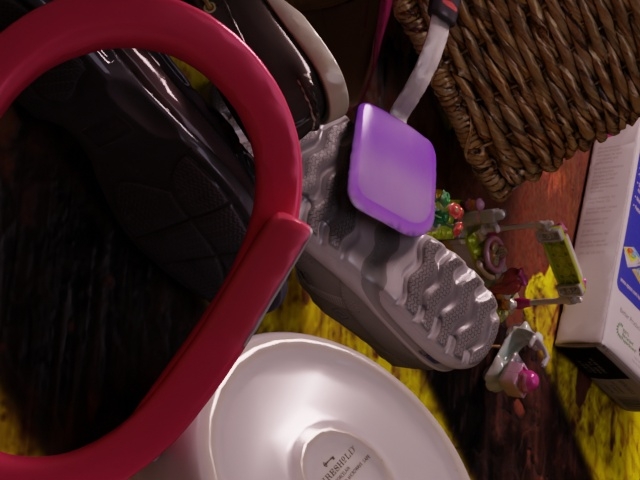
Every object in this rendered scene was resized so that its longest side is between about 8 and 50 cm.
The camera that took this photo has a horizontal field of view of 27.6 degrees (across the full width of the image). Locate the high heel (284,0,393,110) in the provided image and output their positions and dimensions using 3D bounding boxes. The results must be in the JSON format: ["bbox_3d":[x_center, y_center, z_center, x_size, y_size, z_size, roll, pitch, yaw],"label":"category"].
[{"bbox_3d":[0.010,-0.191,0.845,0.377,0.127,0.181,-16,92,-85],"label":"high heel"}]

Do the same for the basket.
[{"bbox_3d":[0.165,-0.229,1.171,0.299,0.223,0.213,58,4,-26],"label":"basket"}]

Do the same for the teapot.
[{"bbox_3d":[-0.032,0.193,0.835,0.256,0.187,0.252,14,47,-33],"label":"teapot"}]

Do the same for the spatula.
[{"bbox_3d":[0.080,-0.141,0.968,0.084,0.030,0.296,28,67,-31],"label":"spatula"}]

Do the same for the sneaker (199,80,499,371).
[{"bbox_3d":[0.000,0.000,0.956,0.281,0.115,0.105,50,52,-10],"label":"sneaker"}]

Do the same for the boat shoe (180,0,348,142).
[{"bbox_3d":[-0.074,-0.155,0.841,0.069,0.081,0.228,-32,71,-18],"label":"boat shoe"}]

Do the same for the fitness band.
[{"bbox_3d":[-0.131,0.003,0.709,0.209,0.054,0.291,34,82,-6],"label":"fitness band"}]

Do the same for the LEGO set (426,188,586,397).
[{"bbox_3d":[0.140,0.013,1.122,0.287,0.107,0.132,47,52,-38],"label":"LEGO set"}]

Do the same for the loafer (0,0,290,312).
[{"bbox_3d":[-0.103,-0.078,0.832,0.302,0.109,0.095,51,45,-31],"label":"loafer"}]

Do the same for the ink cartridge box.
[{"bbox_3d":[0.353,-0.014,1.428,0.176,0.069,0.371,39,59,-41],"label":"ink cartridge box"}]
